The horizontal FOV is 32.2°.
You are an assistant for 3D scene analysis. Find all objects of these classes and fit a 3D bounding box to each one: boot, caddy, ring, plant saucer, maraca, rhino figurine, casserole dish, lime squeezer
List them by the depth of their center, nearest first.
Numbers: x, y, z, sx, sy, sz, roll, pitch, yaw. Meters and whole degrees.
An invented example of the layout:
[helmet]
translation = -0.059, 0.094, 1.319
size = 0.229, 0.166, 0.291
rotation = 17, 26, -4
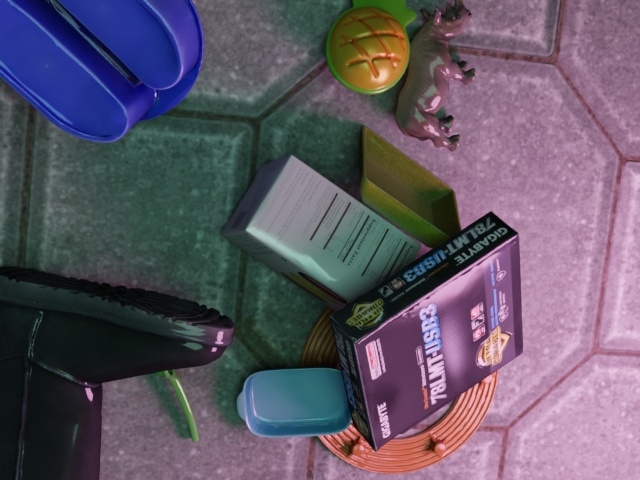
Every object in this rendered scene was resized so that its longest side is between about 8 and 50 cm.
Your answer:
[caddy]
translation = -0.320, -0.299, 1.518
size = 0.241, 0.179, 0.341
rotation = -40, 108, 20
[boot]
translation = -0.326, 0.288, 1.576
size = 0.367, 0.146, 0.445
rotation = 11, 96, 15
[maraca]
translation = 0.077, -0.301, 1.655
size = 0.127, 0.099, 0.185
rotation = 22, 69, -9
[lime squeezer]
translation = -0.270, 0.182, 1.666
size = 0.310, 0.059, 0.110
rotation = 40, 88, -17
[plant saucer]
translation = 0.124, -0.070, 1.671
size = 0.188, 0.188, 0.045
rotation = 34, 115, -16
[rhino figurine]
translation = 0.179, -0.265, 1.696
size = 0.106, 0.073, 0.243
rotation = 10, 95, -18
[casserole dish]
translation = -0.035, 0.246, 1.724
size = 0.189, 0.037, 0.114
rotation = -3, 106, 1
[ring]
translation = 0.131, 0.217, 1.783
size = 0.337, 0.032, 0.336
rotation = -2, 99, -14

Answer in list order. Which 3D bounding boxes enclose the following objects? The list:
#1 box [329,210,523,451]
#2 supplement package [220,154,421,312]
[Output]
[box]
translation = 0.165, 0.140, 1.636
size = 0.293, 0.073, 0.295
rotation = -32, 141, -18
[supplement package]
translation = 0.000, 0.000, 1.648
size = 0.244, 0.139, 0.133
rotation = 34, 77, -16
